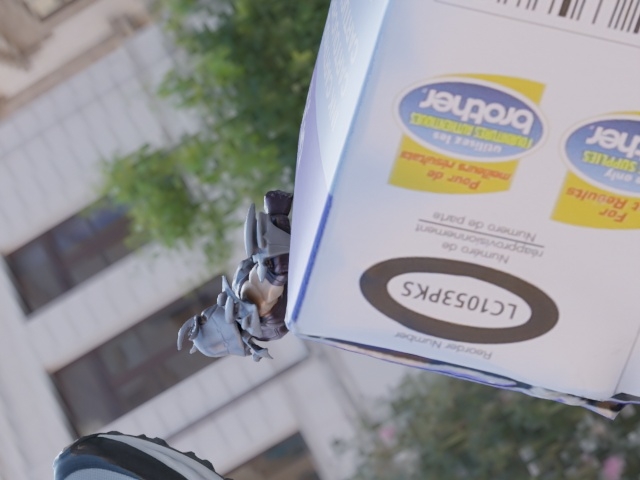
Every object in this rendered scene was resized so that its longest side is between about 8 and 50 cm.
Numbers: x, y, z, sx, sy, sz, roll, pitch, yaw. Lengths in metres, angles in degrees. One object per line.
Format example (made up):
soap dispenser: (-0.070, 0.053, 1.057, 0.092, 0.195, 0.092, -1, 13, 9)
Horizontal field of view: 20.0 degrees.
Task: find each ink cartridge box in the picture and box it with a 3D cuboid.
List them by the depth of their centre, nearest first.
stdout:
ink cartridge box: (0.148, -0.087, 0.519, 0.151, 0.270, 0.395, -86, 11, -59)

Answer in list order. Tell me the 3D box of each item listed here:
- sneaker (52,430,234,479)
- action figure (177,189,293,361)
sneaker: (-0.066, 0.221, 1.000, 0.108, 0.100, 0.271, -24, -110, -44)
action figure: (0.000, 0.000, 1.443, 0.099, 0.285, 0.185, 51, 171, 5)
